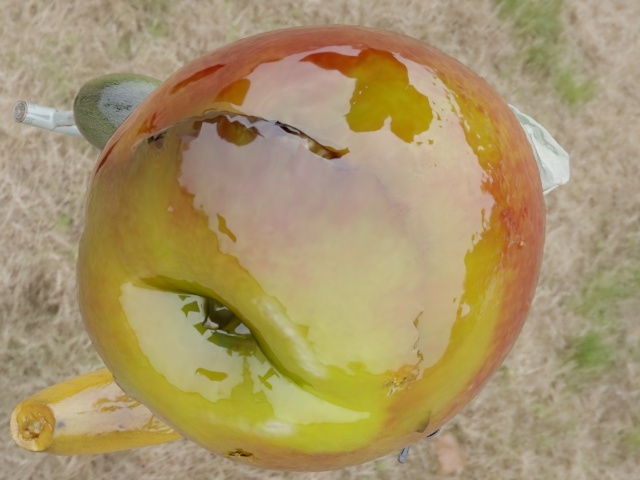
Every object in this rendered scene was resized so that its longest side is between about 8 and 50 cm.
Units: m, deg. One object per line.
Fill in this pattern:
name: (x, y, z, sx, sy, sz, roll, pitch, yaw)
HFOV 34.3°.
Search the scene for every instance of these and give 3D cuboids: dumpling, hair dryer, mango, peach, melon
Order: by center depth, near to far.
peach: (0.000, 0.000, 0.815, 0.370, 0.370, 0.370, 12, 63, -25)
dumpling: (0.169, -0.107, 1.239, 0.252, 0.131, 0.179, -15, 61, -24)
melon: (-0.236, -0.155, 1.325, 0.167, 0.114, 0.114, 19, 55, 16)
mango: (-0.328, 0.272, 1.690, 0.359, 0.187, 0.144, -8, 81, -28)
hair dryer: (-0.426, -0.211, 1.830, 0.155, 0.183, 0.044, 8, 89, -52)

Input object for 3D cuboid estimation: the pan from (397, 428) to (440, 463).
pan: (0.121, 0.252, 1.379, 0.068, 0.023, 0.115, 35, 51, -5)
